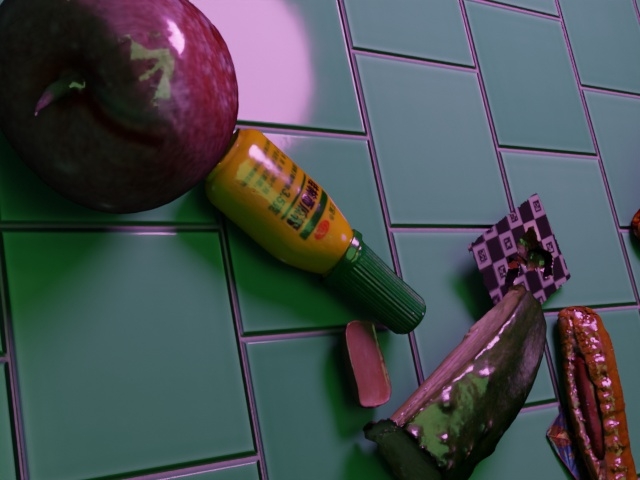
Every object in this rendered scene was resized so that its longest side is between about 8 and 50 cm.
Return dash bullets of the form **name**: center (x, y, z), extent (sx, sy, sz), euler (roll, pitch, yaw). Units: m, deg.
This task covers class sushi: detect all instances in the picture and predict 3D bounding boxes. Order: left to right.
- **sushi**: center (0.266, 0.033, 1.279), extent (0.201, 0.031, 0.139), euler (-31, 101, -43)

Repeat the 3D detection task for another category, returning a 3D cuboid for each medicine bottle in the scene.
- **medicine bottle**: center (0.000, 0.000, 1.055), extent (0.309, 0.076, 0.111), euler (42, 52, -19)

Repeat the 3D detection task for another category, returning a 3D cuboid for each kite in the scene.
- **kite**: center (0.366, 0.281, 1.276), extent (0.160, 0.010, 0.183), euler (17, 59, -28)

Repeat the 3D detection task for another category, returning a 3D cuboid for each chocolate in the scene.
- **chocolate**: center (0.045, 0.143, 1.061), extent (0.064, 0.031, 0.101), euler (-7, 79, -54)

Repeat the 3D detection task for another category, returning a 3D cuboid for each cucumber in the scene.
- **cucumber**: center (0.198, 0.173, 1.107), extent (0.325, 0.105, 0.145), euler (-41, 104, -38)

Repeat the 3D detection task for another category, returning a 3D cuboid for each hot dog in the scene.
- **hot dog**: center (0.383, 0.227, 1.263), extent (0.083, 0.068, 0.289), euler (12, 61, -39)

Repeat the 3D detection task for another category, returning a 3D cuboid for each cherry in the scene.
- **cherry**: center (-0.196, -0.144, 0.870), extent (0.285, 0.212, 0.236), euler (-46, 125, -63)

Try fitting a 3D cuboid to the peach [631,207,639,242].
- **peach**: center (0.542, -0.019, 1.502), extent (0.083, 0.050, 0.077), euler (32, 78, -13)
